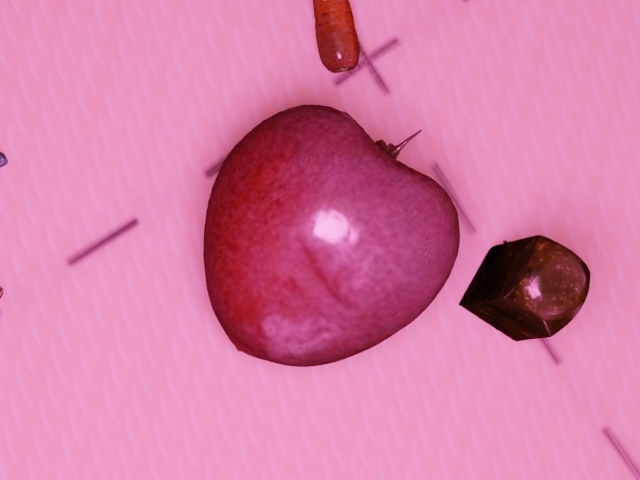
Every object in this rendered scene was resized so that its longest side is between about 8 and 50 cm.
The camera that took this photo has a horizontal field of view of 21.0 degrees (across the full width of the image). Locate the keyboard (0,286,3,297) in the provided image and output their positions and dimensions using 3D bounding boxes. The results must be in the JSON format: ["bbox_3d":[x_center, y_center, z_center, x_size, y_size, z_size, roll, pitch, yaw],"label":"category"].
[{"bbox_3d":[-0.460,0.157,1.811,0.106,0.027,0.317,32,84,-6],"label":"keyboard"}]

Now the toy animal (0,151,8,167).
[{"bbox_3d":[-0.433,-0.071,1.798,0.208,0.100,0.103,-6,66,0],"label":"toy animal"}]

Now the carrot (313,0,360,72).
[{"bbox_3d":[0.009,-0.277,1.889,0.047,0.047,0.191,-9,85,-8],"label":"carrot"}]

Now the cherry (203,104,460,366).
[{"bbox_3d":[0.000,0.000,1.790,0.261,0.221,0.307,38,101,-2],"label":"cherry"}]

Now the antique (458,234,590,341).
[{"bbox_3d":[0.219,0.052,1.810,0.080,0.221,0.081,31,83,-6],"label":"antique"}]
